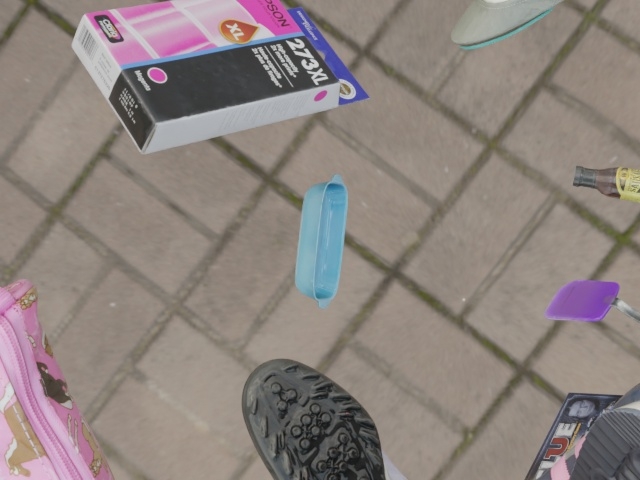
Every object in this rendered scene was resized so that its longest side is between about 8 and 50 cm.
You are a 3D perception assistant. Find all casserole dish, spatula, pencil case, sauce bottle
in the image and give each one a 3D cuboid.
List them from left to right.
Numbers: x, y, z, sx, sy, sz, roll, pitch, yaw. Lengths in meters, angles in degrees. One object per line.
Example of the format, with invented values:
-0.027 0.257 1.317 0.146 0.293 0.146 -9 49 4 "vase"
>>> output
-0.247 0.226 1.095 0.167 0.160 0.386 -25 99 6 "pencil case"
0.000 0.000 1.713 0.037 0.114 0.188 6 91 20 "casserole dish"
0.378 -0.069 1.523 0.128 0.042 0.042 8 88 9 "sauce bottle"
0.454 0.107 1.677 0.296 0.030 0.084 15 50 29 "spatula"

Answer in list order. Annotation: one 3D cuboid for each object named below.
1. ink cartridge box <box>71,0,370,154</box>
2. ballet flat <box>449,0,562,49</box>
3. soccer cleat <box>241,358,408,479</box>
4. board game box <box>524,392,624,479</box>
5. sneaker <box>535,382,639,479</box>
-0.106 -0.223 1.524 0.176 0.371 0.069 55 136 19 "ink cartridge box"
0.206 -0.242 1.089 0.213 0.072 0.068 -22 123 11 "ballet flat"
0.029 0.236 1.144 0.318 0.116 0.109 46 67 -15 "soccer cleat"
0.350 0.315 1.634 0.042 0.165 0.243 44 63 -24 "board game box"
0.247 0.187 0.949 0.131 0.319 0.112 -31 72 -25 "sneaker"
